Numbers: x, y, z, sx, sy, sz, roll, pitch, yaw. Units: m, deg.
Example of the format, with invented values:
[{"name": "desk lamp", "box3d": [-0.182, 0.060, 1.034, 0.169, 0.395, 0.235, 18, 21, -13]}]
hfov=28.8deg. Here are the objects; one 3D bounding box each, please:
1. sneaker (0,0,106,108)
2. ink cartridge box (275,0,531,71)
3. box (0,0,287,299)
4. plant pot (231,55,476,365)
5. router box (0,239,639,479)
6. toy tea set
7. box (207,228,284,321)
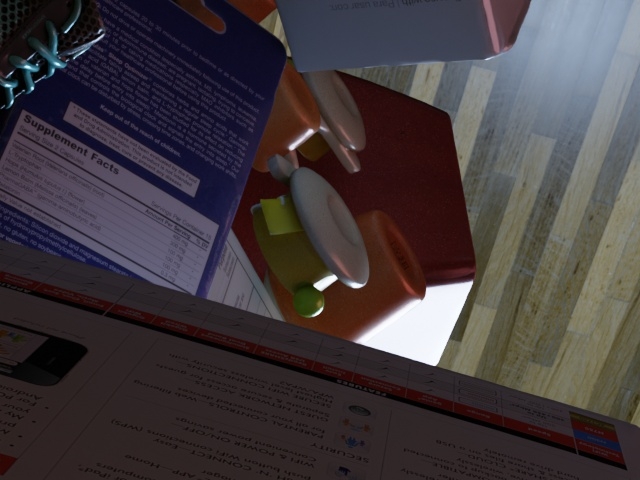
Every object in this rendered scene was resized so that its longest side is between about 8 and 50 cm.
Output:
[{"name": "sneaker", "box3d": [-0.125, -0.084, 0.491, 0.065, 0.076, 0.167, 92, 14, -77]}, {"name": "ink cartridge box", "box3d": [0.037, -0.280, 0.687, 0.223, 0.129, 0.307, -63, 144, -48]}, {"name": "box", "box3d": [-0.103, -0.041, 0.642, 0.036, 0.136, 0.225, -15, -130, 51]}, {"name": "plant pot", "box3d": [0.000, 0.000, 1.141, 0.267, 0.235, 0.267, 103, -17, -56]}, {"name": "router box", "box3d": [-0.049, 0.102, 0.399, 0.301, 0.335, 0.082, -60, 166, -75]}, {"name": "toy tea set", "box3d": [-0.042, -0.057, 0.911, 0.200, 0.124, 0.336, 38, 29, -53]}, {"name": "box", "box3d": [-0.078, 0.130, 0.809, 0.148, 0.121, 0.311, -72, 147, -43]}]
